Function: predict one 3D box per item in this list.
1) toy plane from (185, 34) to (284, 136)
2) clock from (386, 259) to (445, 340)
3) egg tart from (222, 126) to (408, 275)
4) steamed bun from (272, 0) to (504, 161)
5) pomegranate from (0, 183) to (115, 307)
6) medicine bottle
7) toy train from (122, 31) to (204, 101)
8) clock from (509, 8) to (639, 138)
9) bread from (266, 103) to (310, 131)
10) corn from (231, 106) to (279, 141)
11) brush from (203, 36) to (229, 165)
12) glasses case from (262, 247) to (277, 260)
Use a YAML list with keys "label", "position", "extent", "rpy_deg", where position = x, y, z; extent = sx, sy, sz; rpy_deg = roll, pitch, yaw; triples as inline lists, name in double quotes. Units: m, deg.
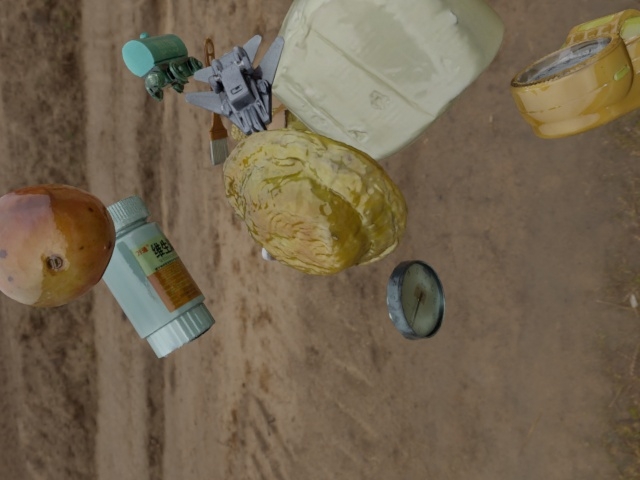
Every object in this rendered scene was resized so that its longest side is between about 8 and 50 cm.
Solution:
- label: "toy plane"
  position: [-0.128, -0.234, 1.169]
  extent: [0.212, 0.088, 0.267]
  rpy_deg: [-29, 53, 10]
- label: "clock"
  position: [0.270, 0.164, 1.894]
  extent: [0.049, 0.226, 0.226]
  rpy_deg: [-13, 85, 41]
- label: "egg tart"
  position: [-0.021, -0.036, 1.083]
  extent: [0.319, 0.319, 0.128]
  rpy_deg: [-42, 21, 51]
- label: "steamed bun"
  position: [0.115, -0.408, 1.404]
  extent: [0.456, 0.371, 0.290]
  rpy_deg: [-35, 23, 43]
- label: "pomegranate"
  position: [-0.399, 0.004, 1.011]
  extent: [0.191, 0.191, 0.191]
  rpy_deg: [16, 110, 54]
- label: "medicine bottle"
  position: [-0.360, 0.079, 1.421]
  extent: [0.318, 0.158, 0.158]
  rpy_deg: [58, 144, -1]
- label: "toy train"
  position: [-0.365, -0.416, 1.588]
  extent: [0.101, 0.248, 0.159]
  rpy_deg: [-34, 102, 20]
- label: "clock"
  position: [0.541, -0.322, 1.378]
  extent: [0.244, 0.317, 0.200]
  rpy_deg: [-5, 116, 60]
- label: "bread"
  position: [-0.066, -0.317, 2.006]
  extent: [0.163, 0.204, 0.262]
  rpy_deg: [-19, 39, 32]
- label: "corn"
  position: [-0.161, -0.407, 2.371]
  extent: [0.106, 0.305, 0.106]
  rpy_deg: [167, 90, -90]
- label: "brush"
  position: [-0.266, -0.348, 1.712]
  extent: [0.017, 0.090, 0.314]
  rpy_deg: [0, 104, 19]
- label: "glasses case"
  position: [-0.131, 0.040, 2.311]
  extent: [0.041, 0.164, 0.063]
  rpy_deg: [10, 93, 44]
